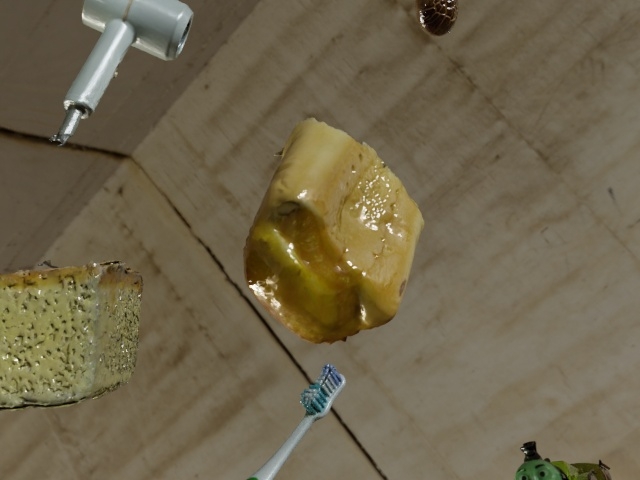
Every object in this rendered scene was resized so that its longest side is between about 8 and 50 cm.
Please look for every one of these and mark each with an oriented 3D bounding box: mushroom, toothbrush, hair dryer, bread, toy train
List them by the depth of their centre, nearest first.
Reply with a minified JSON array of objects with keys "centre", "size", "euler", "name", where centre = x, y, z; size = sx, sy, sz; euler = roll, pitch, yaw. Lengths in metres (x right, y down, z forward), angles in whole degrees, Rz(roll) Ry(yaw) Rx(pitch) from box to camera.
[{"centre":[-0.076,0.227,0.503],"size":[0.304,0.030,0.030],"euler":[-50,-7,-18],"name":"toothbrush"},{"centre":[0.297,0.330,0.723],"size":[0.100,0.161,0.296],"euler":[-26,-36,22],"name":"toy train"},{"centre":[-0.355,-0.290,1.038],"size":[0.107,0.173,0.357],"euler":[132,158,-62],"name":"hair dryer"},{"centre":[-0.460,0.155,1.075],"size":[0.279,0.248,0.315],"euler":[-2,-9,-12],"name":"bread"},{"centre":[0.000,0.000,1.215],"size":[0.250,0.361,0.394],"euler":[-29,24,38],"name":"bread"},{"centre":[0.257,-0.514,1.350],"size":[0.085,0.126,0.109],"euler":[-13,46,32],"name":"mushroom"}]
